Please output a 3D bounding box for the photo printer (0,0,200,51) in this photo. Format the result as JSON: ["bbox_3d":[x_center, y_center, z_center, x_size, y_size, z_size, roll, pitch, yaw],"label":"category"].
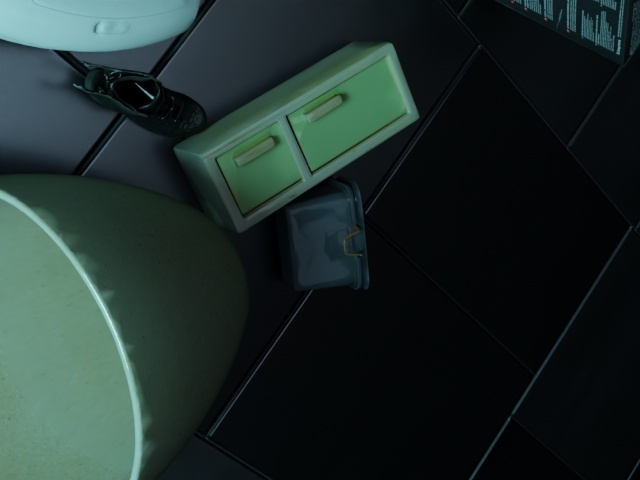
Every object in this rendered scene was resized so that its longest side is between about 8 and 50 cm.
[{"bbox_3d":[-0.228,-0.335,0.866,0.256,0.107,0.308,-10,106,-42],"label":"photo printer"}]

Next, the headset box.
[{"bbox_3d":[0.285,-0.370,1.072,0.110,0.293,0.218,-31,137,-18],"label":"headset box"}]

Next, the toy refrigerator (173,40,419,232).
[{"bbox_3d":[-0.022,-0.125,1.062,0.269,0.094,0.102,-33,116,-20],"label":"toy refrigerator"}]

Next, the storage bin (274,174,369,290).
[{"bbox_3d":[0.000,0.000,1.108,0.091,0.098,0.135,-12,107,-18],"label":"storage bin"}]

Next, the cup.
[{"bbox_3d":[-0.208,0.074,0.895,0.237,0.331,0.331,-27,116,-50],"label":"cup"}]

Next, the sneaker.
[{"bbox_3d":[-0.183,-0.146,0.963,0.170,0.089,0.051,19,90,-32],"label":"sneaker"}]
